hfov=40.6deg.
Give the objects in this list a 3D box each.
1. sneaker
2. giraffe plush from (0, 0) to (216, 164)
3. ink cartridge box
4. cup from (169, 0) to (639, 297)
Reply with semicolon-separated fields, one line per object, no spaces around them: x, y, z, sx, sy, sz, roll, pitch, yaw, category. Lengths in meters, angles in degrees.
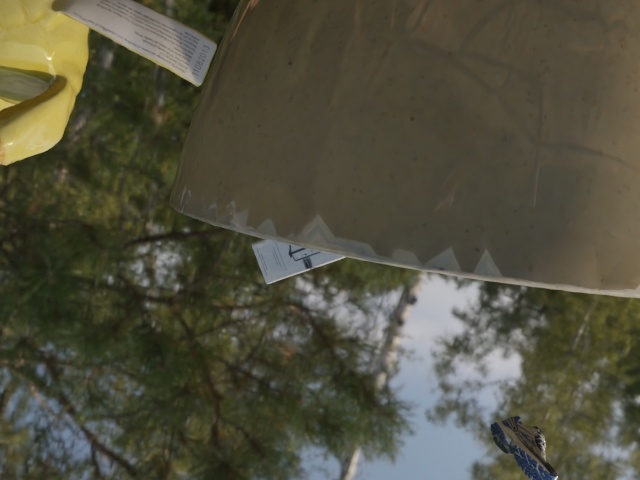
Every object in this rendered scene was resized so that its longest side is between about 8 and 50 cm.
0.301;0.293;1.240;0.058;0.052;0.135;-25;-147;-13;sneaker
-0.164;-0.116;0.377;0.210;0.181;0.170;42;158;-19;giraffe plush
0.000;0.000;1.607;0.203;0.086;0.148;-20;-178;28;ink cartridge box
0.093;-0.113;0.499;0.331;0.237;0.331;8;-173;-1;cup
